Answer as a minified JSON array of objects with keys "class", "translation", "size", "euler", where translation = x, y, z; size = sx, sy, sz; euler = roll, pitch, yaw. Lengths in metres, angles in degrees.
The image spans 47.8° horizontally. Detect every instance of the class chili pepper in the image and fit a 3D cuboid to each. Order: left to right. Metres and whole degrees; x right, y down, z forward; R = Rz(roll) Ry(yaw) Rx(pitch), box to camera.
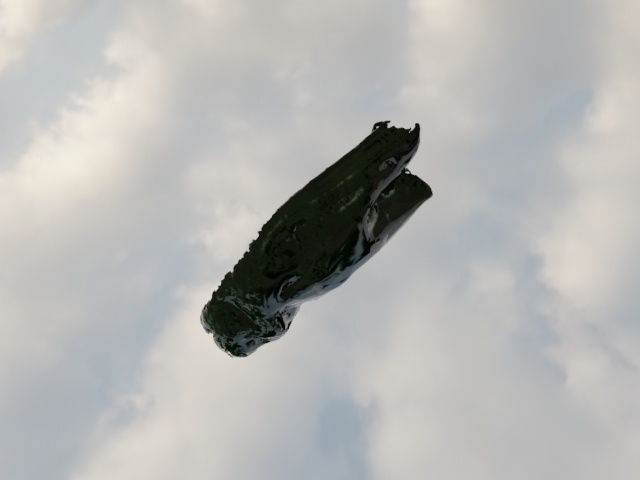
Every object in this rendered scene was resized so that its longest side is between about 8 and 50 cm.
[{"class":"chili pepper","translation":[0.001,0.001,0.549],"size":[0.224,0.098,0.061],"euler":[-41,-133,5]}]
